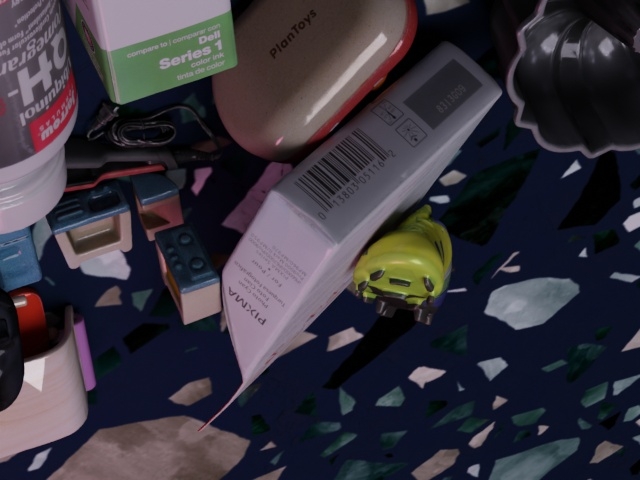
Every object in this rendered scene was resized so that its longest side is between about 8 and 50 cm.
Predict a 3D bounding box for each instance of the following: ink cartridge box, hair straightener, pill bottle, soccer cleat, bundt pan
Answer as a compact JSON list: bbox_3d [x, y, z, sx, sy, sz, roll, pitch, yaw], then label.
[{"bbox_3d":[-0.162,-0.284,1.456,0.117,0.201,0.278,-19,140,-12],"label":"ink cartridge box"},{"bbox_3d":[-0.199,-0.091,1.775,0.230,0.047,0.089,-5,137,-27],"label":"hair straightener"},{"bbox_3d":[-0.300,-0.156,1.539,0.176,0.176,0.319,-18,141,-13],"label":"pill bottle"},{"bbox_3d":[0.000,0.000,1.870,0.308,0.091,0.385,-43,174,-40],"label":"ink cartridge box"},{"bbox_3d":[0.090,0.014,1.893,0.093,0.121,0.289,11,172,7],"label":"soccer cleat"},{"bbox_3d":[0.311,-0.246,1.844,0.330,0.124,0.331,-17,141,-15],"label":"bundt pan"}]

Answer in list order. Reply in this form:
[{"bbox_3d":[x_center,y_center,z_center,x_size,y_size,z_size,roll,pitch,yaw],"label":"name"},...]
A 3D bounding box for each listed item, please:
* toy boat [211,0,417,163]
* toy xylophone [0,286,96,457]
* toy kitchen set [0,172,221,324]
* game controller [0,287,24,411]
[{"bbox_3d":[0.009,-0.173,1.736,0.231,0.151,0.151,-45,150,20],"label":"toy boat"},{"bbox_3d":[-0.386,0.148,1.901,0.322,0.081,0.236,-10,125,-19],"label":"toy xylophone"},{"bbox_3d":[-0.222,0.013,1.782,0.207,0.166,0.122,-19,141,-11],"label":"toy kitchen set"},{"bbox_3d":[-0.449,0.139,1.785,0.319,0.067,0.166,-13,140,-16],"label":"game controller"}]
